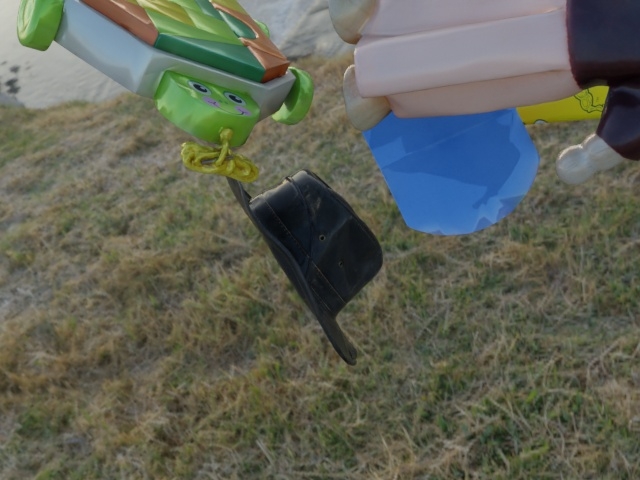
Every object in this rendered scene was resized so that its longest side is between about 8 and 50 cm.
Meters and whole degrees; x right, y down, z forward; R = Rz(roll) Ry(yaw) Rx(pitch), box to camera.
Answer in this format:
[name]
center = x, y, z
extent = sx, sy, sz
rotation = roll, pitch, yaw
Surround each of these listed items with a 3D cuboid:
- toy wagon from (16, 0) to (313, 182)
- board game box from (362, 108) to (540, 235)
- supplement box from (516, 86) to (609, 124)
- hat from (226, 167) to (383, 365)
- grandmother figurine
[toy wagon]
center = -0.128, -0.175, 0.640
extent = 0.068, 0.267, 0.344
rotation = -59, 43, 25
[board game box]
center = 0.110, -0.087, 0.635
extent = 0.133, 0.169, 0.033
rotation = -25, -5, -6
[supplement box]
center = 0.335, -0.267, 0.962
extent = 0.356, 0.195, 0.194
rotation = -6, 16, -6
[hat]
center = 0.000, 0.000, 0.982
extent = 0.134, 0.331, 0.331
rotation = -34, 41, -4
[grandmother figurine]
center = 0.174, -0.139, 0.478
extent = 0.342, 0.208, 0.104
rotation = -2, 24, 34
